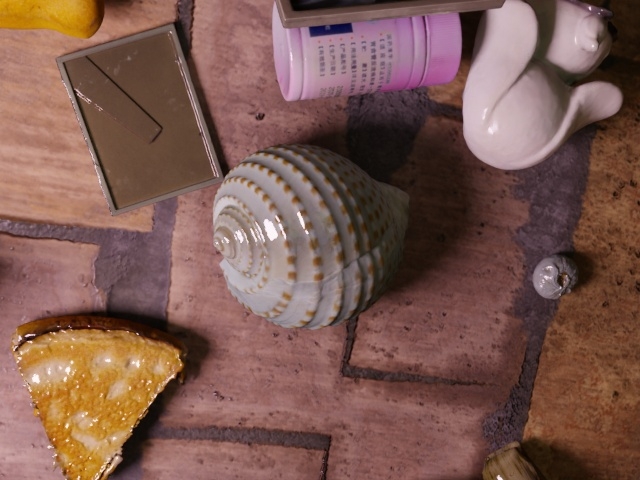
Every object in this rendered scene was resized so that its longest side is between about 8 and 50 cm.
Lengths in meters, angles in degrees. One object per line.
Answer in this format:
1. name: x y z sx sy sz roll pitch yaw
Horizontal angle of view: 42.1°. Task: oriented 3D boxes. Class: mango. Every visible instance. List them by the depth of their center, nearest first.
1. mango: -0.423 -0.363 1.142 0.262 0.109 0.157 21 85 -19

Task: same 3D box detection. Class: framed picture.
1. framed picture: 0.080 -0.406 1.202 0.325 0.020 0.240 -7 57 -10
2. framed picture: -0.267 -0.179 1.249 0.184 0.016 0.249 -20 102 -8

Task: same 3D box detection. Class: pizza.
1. pizza: -0.318 0.235 1.278 0.252 0.074 0.287 -15 103 -8

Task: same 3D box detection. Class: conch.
1. conch: 0.000 0.006 1.240 0.320 0.215 0.302 -5 111 -10

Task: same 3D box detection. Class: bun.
1. bun: 0.401 0.062 1.411 0.083 0.045 0.083 -3 103 -15

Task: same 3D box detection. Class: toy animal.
1. toy animal: 0.345 -0.246 1.283 0.249 0.174 0.289 10 96 -12

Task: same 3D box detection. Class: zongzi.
1. zongzi: 0.350 0.486 1.371 0.115 0.256 0.228 -27 103 16

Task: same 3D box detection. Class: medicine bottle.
1. medicine bottle: 0.066 -0.293 1.228 0.254 0.152 0.152 -8 101 -11
